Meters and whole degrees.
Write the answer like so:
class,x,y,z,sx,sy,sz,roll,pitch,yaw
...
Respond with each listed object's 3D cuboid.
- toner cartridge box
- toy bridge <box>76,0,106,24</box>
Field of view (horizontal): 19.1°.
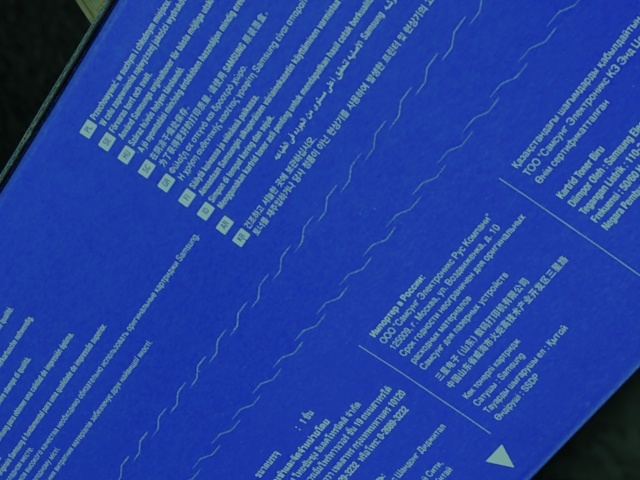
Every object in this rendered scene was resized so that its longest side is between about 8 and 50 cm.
class,x,y,z,sx,sy,sz,roll,pitch,yaw
toner cartridge box,0.000,0.000,0.528,0.165,0.075,0.348,36,125,-4
toy bridge,-0.106,-0.094,0.588,0.188,0.063,0.026,38,127,-8
